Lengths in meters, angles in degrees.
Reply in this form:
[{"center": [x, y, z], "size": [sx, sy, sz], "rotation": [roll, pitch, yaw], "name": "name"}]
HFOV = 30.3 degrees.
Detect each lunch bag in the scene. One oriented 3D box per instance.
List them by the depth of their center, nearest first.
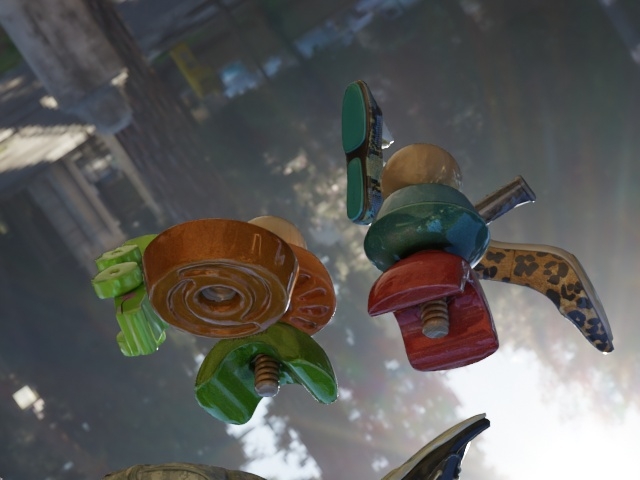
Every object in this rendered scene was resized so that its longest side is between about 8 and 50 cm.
[{"center": [-0.232, 0.506, 2.162], "size": [0.256, 0.213, 0.305], "rotation": [-21, 158, 20], "name": "lunch bag"}]

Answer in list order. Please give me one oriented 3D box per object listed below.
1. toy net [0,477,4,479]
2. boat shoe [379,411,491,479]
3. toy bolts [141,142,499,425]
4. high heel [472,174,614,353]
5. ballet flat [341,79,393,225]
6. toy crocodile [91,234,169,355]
[{"center": [-0.269, 0.288, 1.101], "size": [0.045, 0.232, 0.122], "rotation": [-35, -165, -16], "name": "toy net"}, {"center": [0.179, 0.351, 1.824], "size": [0.233, 0.079, 0.084], "rotation": [-36, 174, -20], "name": "boat shoe"}, {"center": [0.000, 0.000, 0.824], "size": [0.228, 0.218, 0.159], "rotation": [-14, -130, 15], "name": "toy bolts"}, {"center": [0.251, 0.069, 1.545], "size": [0.186, 0.261, 0.093], "rotation": [-33, 177, 13], "name": "high heel"}, {"center": [0.063, -0.109, 1.504], "size": [0.070, 0.188, 0.070], "rotation": [1, 170, 0], "name": "ballet flat"}, {"center": [-0.245, 0.071, 1.627], "size": [0.105, 0.115, 0.340], "rotation": [-21, -166, -4], "name": "toy crocodile"}]
